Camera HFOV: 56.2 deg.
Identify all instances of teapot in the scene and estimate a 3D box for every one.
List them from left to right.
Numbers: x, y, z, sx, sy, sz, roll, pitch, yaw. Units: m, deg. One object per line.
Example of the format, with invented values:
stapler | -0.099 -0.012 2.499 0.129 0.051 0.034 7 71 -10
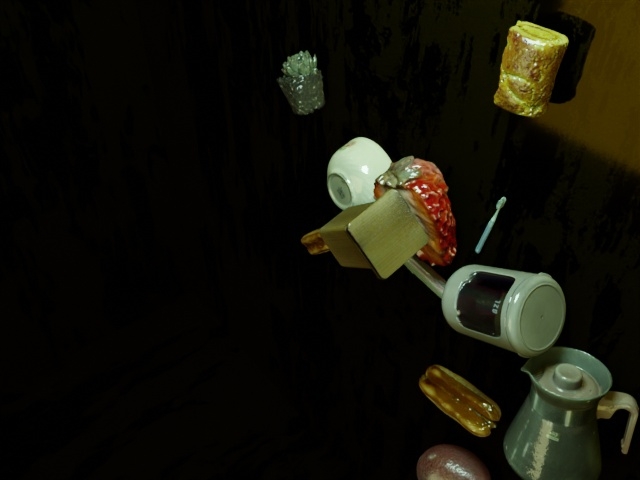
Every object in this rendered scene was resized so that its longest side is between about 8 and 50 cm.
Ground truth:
teapot | 0.648 0.477 1.567 0.301 0.253 0.343 8 122 18

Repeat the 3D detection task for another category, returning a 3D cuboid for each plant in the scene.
plant | -0.064 -0.521 1.969 0.132 0.129 0.194 23 136 51

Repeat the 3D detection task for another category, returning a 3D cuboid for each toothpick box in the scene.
toothpick box | 0.134 -0.014 1.755 0.187 0.190 0.308 53 163 -11
toothpick box | 0.475 0.176 1.615 0.316 0.229 0.228 11 124 58

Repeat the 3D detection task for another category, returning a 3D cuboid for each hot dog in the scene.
hot dog | 0.000 0.000 2.395 0.100 0.068 0.250 52 156 -9
hot dog | 0.466 0.534 2.038 0.100 0.135 0.337 25 -177 -41

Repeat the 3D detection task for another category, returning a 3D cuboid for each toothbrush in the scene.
toothbrush | 0.460 -0.038 1.628 0.016 0.019 0.219 42 147 24

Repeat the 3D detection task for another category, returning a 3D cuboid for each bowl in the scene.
bowl | 0.117 -0.186 1.955 0.277 0.145 0.276 39 143 39

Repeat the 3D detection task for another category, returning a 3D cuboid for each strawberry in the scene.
strawberry | 0.304 -0.088 1.732 0.336 0.149 0.265 59 156 -17

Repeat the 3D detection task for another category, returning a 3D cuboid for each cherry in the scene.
cherry | 0.490 0.870 2.187 0.308 0.221 0.261 -23 103 49

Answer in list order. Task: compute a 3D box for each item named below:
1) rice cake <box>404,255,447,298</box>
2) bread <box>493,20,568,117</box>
rice cake | 0.322 0.081 1.938 0.290 0.051 0.081 43 156 29
bread | 0.442 -0.362 1.278 0.132 0.103 0.172 35 139 31
